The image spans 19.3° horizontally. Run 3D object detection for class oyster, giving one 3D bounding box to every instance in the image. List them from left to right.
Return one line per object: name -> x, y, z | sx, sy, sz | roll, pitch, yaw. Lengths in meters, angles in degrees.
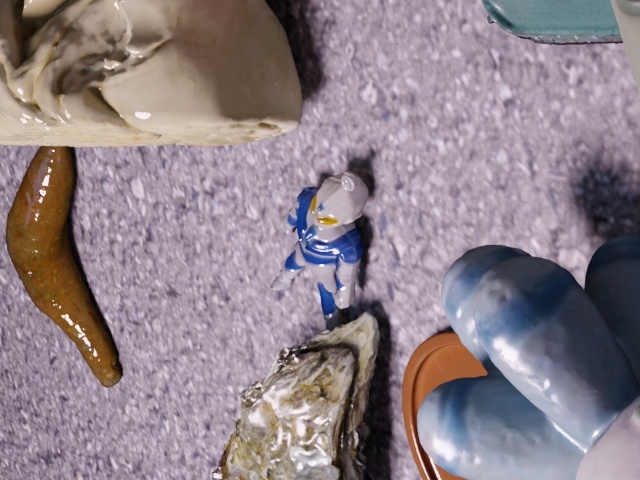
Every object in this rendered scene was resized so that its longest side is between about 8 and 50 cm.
oyster -> -0.012, 0.204, 1.878 | 0.162, 0.158, 0.351 | 16, 131, -5

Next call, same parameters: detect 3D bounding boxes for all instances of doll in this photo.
doll -> 0.000, 0.000, 1.781 | 0.114, 0.057, 0.227 | 53, 149, 25

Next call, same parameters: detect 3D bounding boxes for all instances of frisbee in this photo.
frisbee -> 0.162, 0.197, 1.712 | 0.251, 0.021, 0.250 | 36, 139, 39

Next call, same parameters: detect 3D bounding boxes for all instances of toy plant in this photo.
toy plant -> 0.212, 0.120, 1.403 | 0.332, 0.247, 0.247 | 46, 144, 34

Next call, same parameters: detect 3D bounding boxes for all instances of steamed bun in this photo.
steamed bun -> -0.184, -0.188, 1.729 | 0.289, 0.276, 0.203 | 0, 89, 39

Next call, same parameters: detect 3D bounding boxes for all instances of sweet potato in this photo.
sweet potato -> -0.318, 0.025, 2.242 | 0.108, 0.079, 0.346 | 12, 125, 38

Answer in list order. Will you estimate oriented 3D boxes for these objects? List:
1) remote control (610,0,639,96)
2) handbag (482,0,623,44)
remote control -> 0.208, -0.215, 1.152 | 0.123, 0.038, 0.285 | 3, 113, 55
handbag -> 0.201, -0.274, 1.263 | 0.269, 0.100, 0.274 | 5, 114, 59
